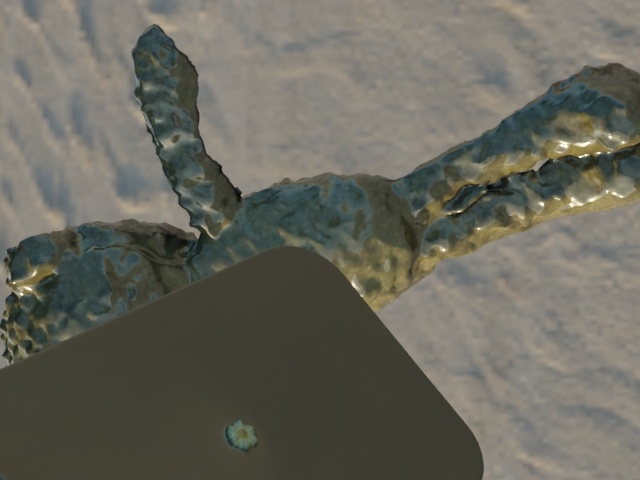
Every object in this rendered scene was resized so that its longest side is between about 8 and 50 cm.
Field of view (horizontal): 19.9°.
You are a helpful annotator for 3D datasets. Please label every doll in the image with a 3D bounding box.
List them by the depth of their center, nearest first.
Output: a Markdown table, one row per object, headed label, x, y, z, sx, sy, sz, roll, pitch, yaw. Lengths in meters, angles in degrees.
| label | x | y | z | sx | sy | sz | roll | pitch | yaw |
| --- | --- | --- | --- | --- | --- | --- | --- | --- | --- |
| doll | 0.003 | 0.013 | 0.802 | 0.091 | 0.286 | 0.203 | -101 | 14 | -48 |

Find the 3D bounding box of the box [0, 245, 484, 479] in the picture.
| label | x | y | z | sx | sy | sz | roll | pitch | yaw |
| --- | --- | --- | --- | --- | --- | --- | --- | --- | --- |
| box | -0.025 | 0.058 | 0.470 | 0.091 | 0.126 | 0.031 | 49 | 138 | 17 |
